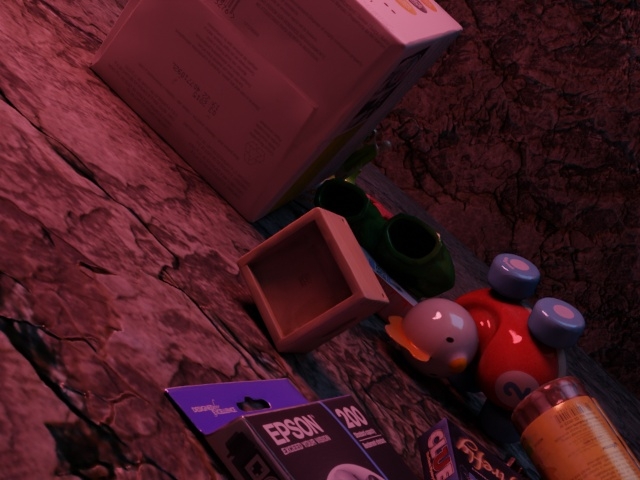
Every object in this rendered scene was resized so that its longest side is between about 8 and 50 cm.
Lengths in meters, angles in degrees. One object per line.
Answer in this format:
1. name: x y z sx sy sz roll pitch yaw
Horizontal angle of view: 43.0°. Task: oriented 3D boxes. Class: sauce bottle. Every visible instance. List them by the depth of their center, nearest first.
1. sauce bottle: 0.344 0.322 0.930 0.111 0.111 0.344 31 25 -46

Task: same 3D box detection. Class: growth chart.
1. growth chart: -0.005 -0.206 1.423 0.237 0.172 0.021 51 36 2

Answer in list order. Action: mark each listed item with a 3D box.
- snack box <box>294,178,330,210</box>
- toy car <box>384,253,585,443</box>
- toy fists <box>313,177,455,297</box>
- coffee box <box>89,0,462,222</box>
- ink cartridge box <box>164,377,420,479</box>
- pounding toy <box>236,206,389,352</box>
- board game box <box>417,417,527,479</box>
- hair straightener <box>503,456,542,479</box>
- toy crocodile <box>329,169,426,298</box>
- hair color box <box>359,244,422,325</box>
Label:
1. snack box: -0.097 -0.165 1.494 0.322 0.060 0.187 32 17 -43
2. toy car: 0.202 0.153 1.149 0.237 0.219 0.210 2 33 -26
3. toy fists: 0.106 0.003 1.370 0.279 0.096 0.142 29 -11 32
4. coffee box: -0.053 -0.289 1.205 0.337 0.338 0.334 45 28 4
5. ink cartridge box: 0.003 0.176 0.640 0.208 0.045 0.206 46 12 21
6. pounding toy: -0.019 0.046 0.873 0.130 0.141 0.100 63 18 19
7. board game box: 0.201 0.301 0.795 0.243 0.042 0.165 39 22 -20
8. hair straightener: 0.246 0.313 0.993 0.089 0.047 0.230 48 17 26
9. toy crocodile: 0.109 -0.017 1.545 0.115 0.105 0.340 31 17 -45
10. hair color box: 0.101 0.083 1.285 0.167 0.053 0.093 42 10 -9
